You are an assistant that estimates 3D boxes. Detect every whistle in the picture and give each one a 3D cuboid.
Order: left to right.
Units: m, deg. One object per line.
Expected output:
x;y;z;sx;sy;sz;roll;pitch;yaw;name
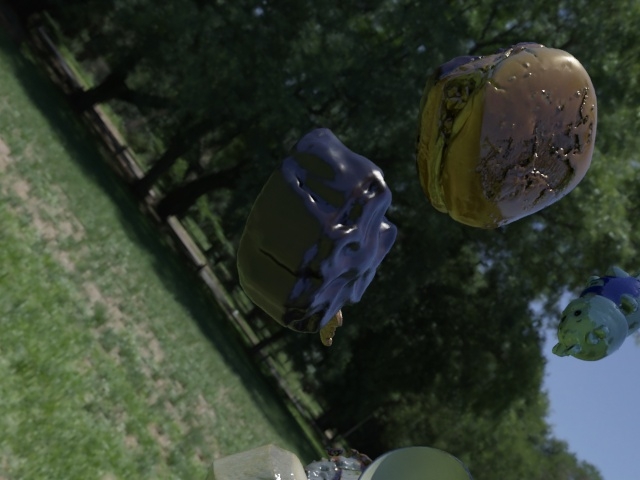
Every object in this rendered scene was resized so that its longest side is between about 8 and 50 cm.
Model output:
0.407;0.097;1.172;0.092;0.244;0.110;54;-37;4;whistle

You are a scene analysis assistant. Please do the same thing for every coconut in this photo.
-0.129;0.491;1.545;0.202;0.222;0.202;-17;90;-88;coconut

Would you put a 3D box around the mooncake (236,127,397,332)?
0.000;0.000;1.615;0.212;0.350;0.381;36;-4;20;mooncake

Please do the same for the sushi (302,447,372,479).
0.082;0.635;1.808;0.418;0.175;0.417;15;19;-5;sushi

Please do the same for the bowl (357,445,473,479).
0.190;0.532;1.621;0.238;0.238;0.126;46;-24;55;bowl

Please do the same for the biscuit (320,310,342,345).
0.024;0.134;2.006;0.162;0.035;0.250;-147;-118;-67;biscuit

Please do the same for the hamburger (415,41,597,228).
0.304;-0.172;1.358;0.174;0.304;0.284;35;-39;49;hamburger
